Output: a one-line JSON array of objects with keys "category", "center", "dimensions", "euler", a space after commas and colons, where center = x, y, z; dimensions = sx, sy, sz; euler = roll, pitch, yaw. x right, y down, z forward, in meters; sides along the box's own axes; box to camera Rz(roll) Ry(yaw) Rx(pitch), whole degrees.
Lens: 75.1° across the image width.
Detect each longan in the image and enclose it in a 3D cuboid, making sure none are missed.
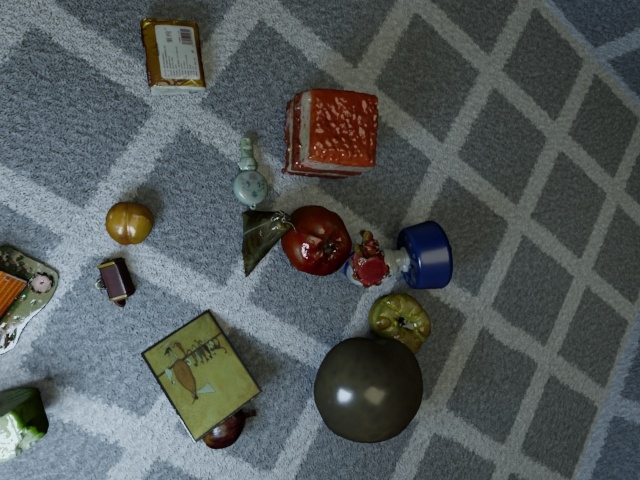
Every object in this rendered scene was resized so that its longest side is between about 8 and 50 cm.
[{"category": "longan", "center": [0.171, 0.525, 1.482], "dimensions": [0.405, 0.336, 0.404], "euler": [-1, 93, -21]}]

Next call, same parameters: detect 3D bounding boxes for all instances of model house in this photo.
[{"category": "model house", "center": [-0.909, 0.176, 1.156], "dimensions": [0.207, 0.154, 0.293], "euler": [35, 76, -16]}]

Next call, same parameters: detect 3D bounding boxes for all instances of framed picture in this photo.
[{"category": "framed picture", "center": [-0.387, 0.432, 1.358], "dimensions": [0.255, 0.014, 0.338], "euler": [-33, 76, -19]}]

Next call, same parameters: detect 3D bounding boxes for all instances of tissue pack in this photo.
[{"category": "tissue pack", "center": [-0.482, -0.599, 1.369], "dimensions": [0.183, 0.092, 0.226], "euler": [-8, 93, -22]}]

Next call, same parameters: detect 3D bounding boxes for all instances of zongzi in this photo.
[{"category": "zongzi", "center": [-0.181, 0.017, 1.404], "dimensions": [0.111, 0.248, 0.240], "euler": [3, 90, -38]}]

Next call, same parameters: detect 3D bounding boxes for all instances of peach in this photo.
[{"category": "peach", "center": [-0.594, -0.051, 1.298], "dimensions": [0.138, 0.138, 0.138], "euler": [0, 89, -22]}]

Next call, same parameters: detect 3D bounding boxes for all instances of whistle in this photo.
[{"category": "whistle", "center": [-0.254, -0.235, 1.471], "dimensions": [0.126, 0.067, 0.257], "euler": [-4, 87, -35]}]

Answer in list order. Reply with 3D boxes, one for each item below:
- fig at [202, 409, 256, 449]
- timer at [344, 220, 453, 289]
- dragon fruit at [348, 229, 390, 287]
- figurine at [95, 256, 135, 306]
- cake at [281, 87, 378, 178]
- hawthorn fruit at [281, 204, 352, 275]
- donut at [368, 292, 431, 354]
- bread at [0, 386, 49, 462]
[{"category": "fig", "center": [-0.314, 0.613, 1.386], "dimensions": [0.202, 0.148, 0.149], "euler": [10, 51, -9]}, {"category": "timer", "center": [0.279, 0.079, 1.603], "dimensions": [0.384, 0.270, 0.270], "euler": [-9, 93, -8]}, {"category": "dragon fruit", "center": [0.166, 0.060, 1.461], "dimensions": [0.133, 0.150, 0.207], "euler": [-1, 76, -26]}, {"category": "figurine", "center": [-0.650, 0.139, 1.305], "dimensions": [0.098, 0.082, 0.154], "euler": [-16, 96, -8]}, {"category": "cake", "center": [0.027, -0.367, 1.446], "dimensions": [0.270, 0.319, 0.269], "euler": [1, 90, -22]}, {"category": "hawthorn fruit", "center": [0.000, 0.000, 1.441], "dimensions": [0.254, 0.300, 0.254], "euler": [-1, 92, -21]}, {"category": "donut", "center": [0.315, 0.324, 1.655], "dimensions": [0.208, 0.128, 0.261], "euler": [-47, 105, -17]}, {"category": "bread", "center": [-0.893, 0.505, 1.039], "dimensions": [0.382, 0.366, 0.129], "euler": [-14, 94, 4]}]
